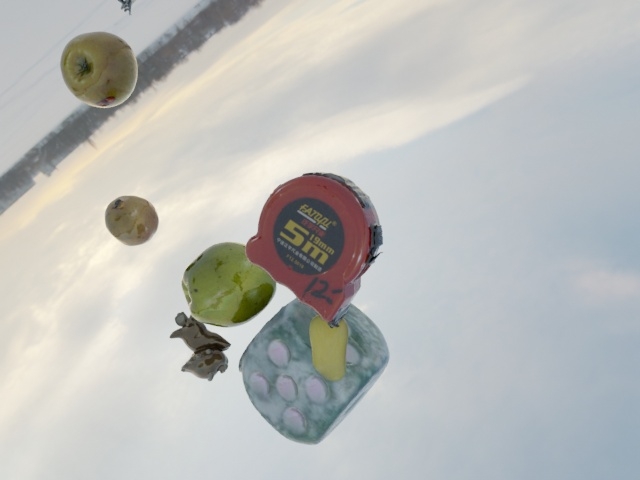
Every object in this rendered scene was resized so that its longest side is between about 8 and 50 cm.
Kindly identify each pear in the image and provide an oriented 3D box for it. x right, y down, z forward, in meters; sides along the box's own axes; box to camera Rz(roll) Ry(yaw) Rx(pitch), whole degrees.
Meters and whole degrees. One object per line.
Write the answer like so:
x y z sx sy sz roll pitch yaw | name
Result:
-0.278 0.133 1.434 0.294 0.294 0.294 -29 -149 20 | pear

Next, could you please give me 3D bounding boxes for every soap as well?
0.018 0.241 1.042 0.089 0.168 0.033 5 -160 6 | soap

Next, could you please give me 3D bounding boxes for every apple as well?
-0.550 -0.424 1.139 0.183 0.182 0.155 -30 -175 18 | apple

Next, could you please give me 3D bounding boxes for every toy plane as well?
-0.258 -0.339 0.637 0.085 0.024 0.077 0 -110 34 | toy plane

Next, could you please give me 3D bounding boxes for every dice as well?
-0.019 0.372 1.401 0.328 0.348 0.330 -19 143 -57 | dice

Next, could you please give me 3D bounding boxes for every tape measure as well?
0.000 0.000 0.888 0.260 0.253 0.114 -59 165 17 | tape measure

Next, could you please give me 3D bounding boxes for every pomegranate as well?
-0.688 -0.073 1.665 0.191 0.191 0.191 -29 -149 20 | pomegranate

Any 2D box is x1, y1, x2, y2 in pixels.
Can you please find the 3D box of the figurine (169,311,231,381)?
-0.450 0.401 1.668 0.177 0.247 0.173 -9 -142 54 | figurine
